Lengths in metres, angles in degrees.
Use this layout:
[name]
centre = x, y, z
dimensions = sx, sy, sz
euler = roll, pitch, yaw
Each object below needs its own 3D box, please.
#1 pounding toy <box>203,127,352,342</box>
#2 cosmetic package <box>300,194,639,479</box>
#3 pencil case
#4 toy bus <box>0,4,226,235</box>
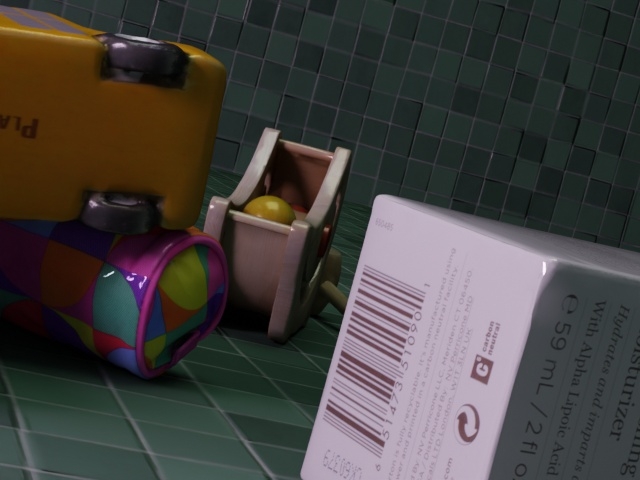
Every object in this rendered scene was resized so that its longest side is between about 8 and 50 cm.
[pounding toy]
centre = 0.000, 0.000, 1.238
dimensions = 0.155, 0.154, 0.269
euler = 15, 5, 6
[cosmetic package]
centre = 0.117, 0.078, 0.720
dimensions = 0.184, 0.151, 0.151
euler = 11, 6, -29
[pencil case]
centre = -0.173, 0.009, 0.943
dimensions = 0.236, 0.104, 0.104
euler = 19, 6, 28
[toy bus]
centre = -0.225, -0.077, 0.822
dimensions = 0.333, 0.108, 0.130
euler = 4, 13, -31
